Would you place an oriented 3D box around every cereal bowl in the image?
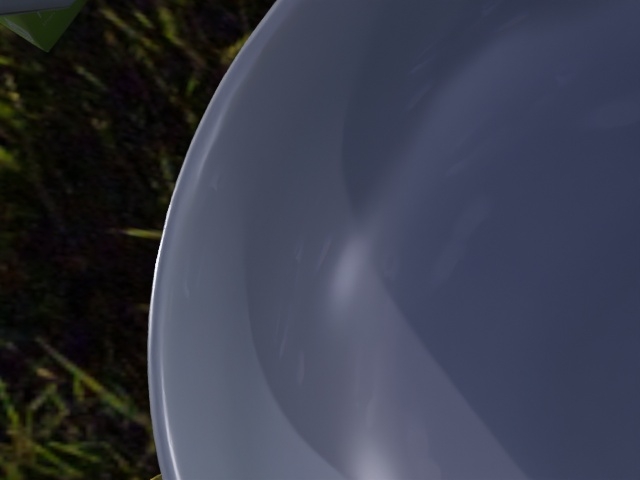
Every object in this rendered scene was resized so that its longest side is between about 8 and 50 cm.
[{"bbox_3d":[0.125,0.033,0.450,0.339,0.141,0.339,-8,66,17],"label":"cereal bowl"}]

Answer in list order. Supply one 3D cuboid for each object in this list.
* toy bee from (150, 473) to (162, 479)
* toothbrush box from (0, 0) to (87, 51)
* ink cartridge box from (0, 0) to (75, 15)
[{"bbox_3d":[-0.069,0.267,1.022,0.162,0.298,0.195,-31,73,-18],"label":"toy bee"},{"bbox_3d":[-0.186,-0.273,0.896,0.122,0.283,0.206,33,80,11],"label":"toothbrush box"},{"bbox_3d":[-0.121,-0.119,0.274,0.087,0.208,0.153,29,114,21],"label":"ink cartridge box"}]
